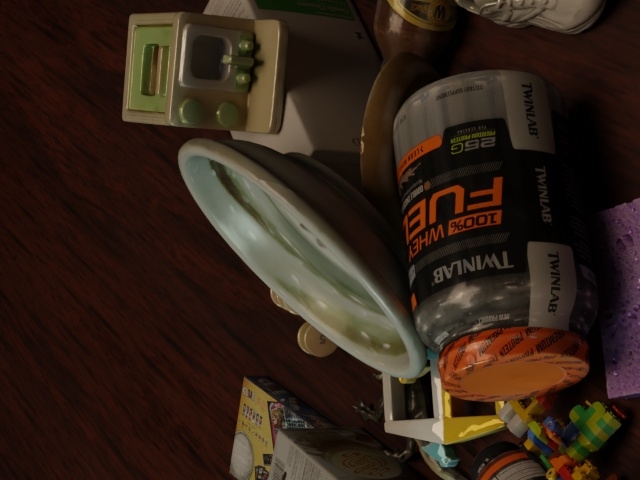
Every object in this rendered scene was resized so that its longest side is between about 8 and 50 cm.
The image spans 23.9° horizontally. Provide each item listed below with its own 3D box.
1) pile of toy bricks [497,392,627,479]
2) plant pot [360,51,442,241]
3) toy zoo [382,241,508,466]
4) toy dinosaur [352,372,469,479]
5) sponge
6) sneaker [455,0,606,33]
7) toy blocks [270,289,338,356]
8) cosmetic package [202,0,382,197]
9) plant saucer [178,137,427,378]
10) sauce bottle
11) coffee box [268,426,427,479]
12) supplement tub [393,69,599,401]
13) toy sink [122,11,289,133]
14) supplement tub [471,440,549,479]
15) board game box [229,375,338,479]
[{"bbox_3d":[0.295,0.221,1.688,0.105,0.118,0.212,-49,24,7],"label":"pile of toy bricks"},{"bbox_3d":[0.117,-0.115,1.878,0.032,0.236,0.236,5,93,29],"label":"plant pot"},{"bbox_3d":[0.157,0.137,1.910,0.192,0.030,0.293,-10,80,41],"label":"toy zoo"},{"bbox_3d":[0.113,0.230,2.000,0.118,0.064,0.268,-44,55,40],"label":"toy dinosaur"},{"bbox_3d":[0.350,0.062,1.650,0.117,0.031,0.210,-21,71,56],"label":"sponge"},{"bbox_3d":[0.236,-0.288,1.770,0.232,0.115,0.090,3,91,58],"label":"sneaker"},{"bbox_3d":[-0.027,0.108,2.218,0.123,0.054,0.148,63,171,-7],"label":"toy blocks"},{"bbox_3d":[-0.021,-0.202,2.107,0.155,0.197,0.365,-57,45,39],"label":"cosmetic package"},{"bbox_3d":[0.000,0.000,1.856,0.100,0.400,0.400,-46,31,-14],"label":"plant saucer"},{"bbox_3d":[0.129,-0.319,1.955,0.111,0.111,0.344,28,113,55],"label":"sauce bottle"},{"bbox_3d":[0.052,0.341,2.015,0.246,0.141,0.098,32,115,53],"label":"coffee box"},{"bbox_3d":[0.197,-0.003,1.704,0.207,0.207,0.338,-39,50,51],"label":"supplement tub"},{"bbox_3d":[-0.162,-0.225,2.026,0.234,0.131,0.152,13,100,56],"label":"toy sink"},{"bbox_3d":[0.241,0.309,1.731,0.198,0.106,0.106,-126,47,-61],"label":"supplement tub"},{"bbox_3d":[-0.054,0.320,2.275,0.243,0.042,0.165,29,113,55],"label":"board game box"}]
